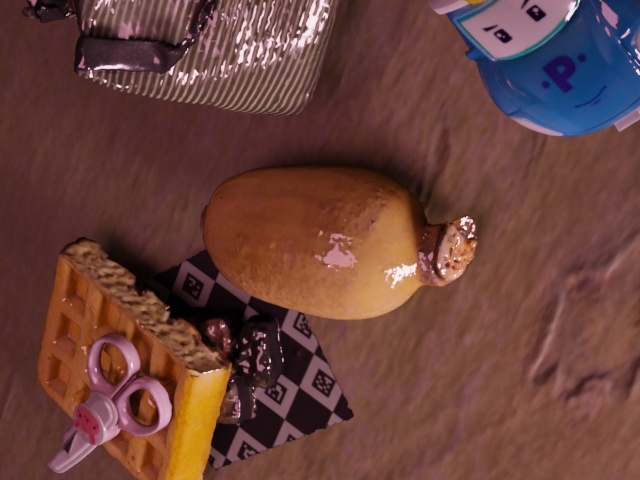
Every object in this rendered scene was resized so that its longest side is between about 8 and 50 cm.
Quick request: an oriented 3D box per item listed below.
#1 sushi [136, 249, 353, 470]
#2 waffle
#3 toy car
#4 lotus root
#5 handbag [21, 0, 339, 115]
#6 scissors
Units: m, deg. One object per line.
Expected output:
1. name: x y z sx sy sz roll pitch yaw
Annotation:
1. sushi: -0.105 0.128 1.652 0.219 0.047 0.231 -26 90 37
2. waffle: -0.216 0.148 1.695 0.248 0.055 0.221 38 133 24
3. toy car: 0.171 -0.226 1.280 0.198 0.166 0.314 -33 87 40
4. lotus root: -0.001 -0.002 1.486 0.303 0.131 0.146 8 111 32
5. handbag: -0.121 -0.283 1.386 0.247 0.240 0.341 49 132 43
6. scissors: -0.245 0.199 1.686 0.118 0.030 0.242 52 134 10
